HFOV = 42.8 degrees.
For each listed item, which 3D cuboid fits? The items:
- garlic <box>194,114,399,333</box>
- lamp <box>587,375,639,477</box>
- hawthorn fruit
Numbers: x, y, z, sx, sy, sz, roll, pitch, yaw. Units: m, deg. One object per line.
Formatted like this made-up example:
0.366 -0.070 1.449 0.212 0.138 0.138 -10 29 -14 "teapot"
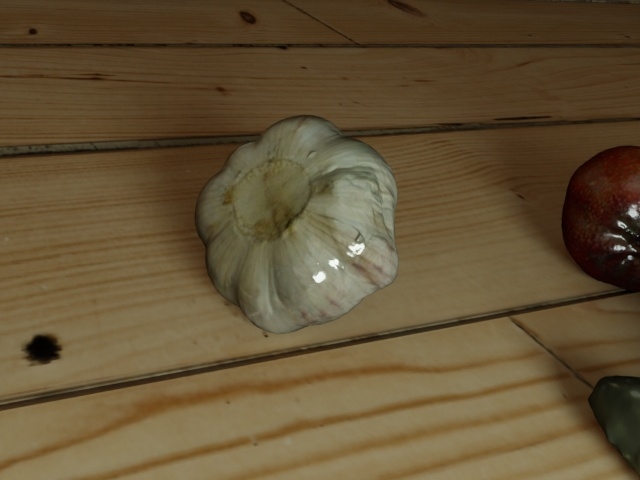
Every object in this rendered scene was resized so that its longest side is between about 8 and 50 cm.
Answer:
0.000 0.000 0.830 0.218 0.219 0.212 27 -5 32 "garlic"
0.307 0.175 0.621 0.101 0.101 0.250 -9 29 -30 "lamp"
0.367 -0.030 0.973 0.168 0.169 0.188 10 24 4 "hawthorn fruit"
